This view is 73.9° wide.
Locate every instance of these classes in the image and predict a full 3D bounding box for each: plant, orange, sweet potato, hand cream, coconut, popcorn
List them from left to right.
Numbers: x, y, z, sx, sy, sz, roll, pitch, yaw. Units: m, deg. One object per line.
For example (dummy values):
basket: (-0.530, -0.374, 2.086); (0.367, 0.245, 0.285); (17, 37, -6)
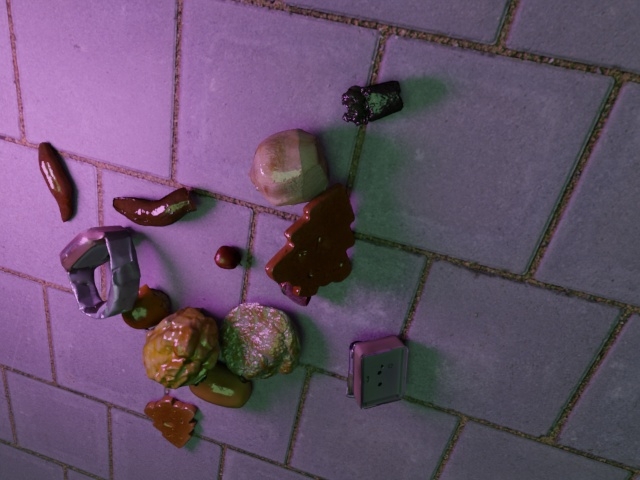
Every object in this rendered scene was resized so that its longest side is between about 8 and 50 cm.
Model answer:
sweet potato: (-0.797, -0.167, 1.290); (0.078, 0.058, 0.255); (10, 119, 28)
orange: (-0.577, 0.226, 1.379); (0.160, 0.112, 0.170); (18, 128, 6)
sweet potato: (-0.481, -0.095, 1.232); (0.285, 0.085, 0.112); (2, 80, 25)
popcorn: (-0.427, 0.323, 1.306); (0.286, 0.252, 0.215); (-29, 116, 30)
coconut: (-0.083, -0.173, 1.031); (0.194, 0.194, 0.194); (6, 114, 12)
hand cream: (0.118, 0.400, 1.306); (0.086, 0.055, 0.235); (2, 119, 11)
plant: (0.115, -0.312, 0.970); (0.143, 0.092, 0.094); (-8, 119, 12)

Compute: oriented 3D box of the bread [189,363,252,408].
bread: (-0.343, 0.496, 1.439); (0.217, 0.098, 0.147); (14, 119, 10)

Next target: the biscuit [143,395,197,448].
biscuit: (-0.551, 0.684, 1.607); (0.212, 0.041, 0.239); (-2, 112, 9)

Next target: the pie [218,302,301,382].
pie: (-0.192, 0.311, 1.315); (0.274, 0.105, 0.257); (-17, 99, 20)

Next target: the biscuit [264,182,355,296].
biscuit: (0.000, 0.000, 1.080); (0.043, 0.284, 0.306); (30, 106, 44)

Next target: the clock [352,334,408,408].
clock: (0.172, 0.381, 1.233); (0.147, 0.071, 0.192); (-9, 115, -15)

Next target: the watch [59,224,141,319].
watch: (-0.647, 0.108, 1.275); (0.253, 0.161, 0.241); (-35, 80, 26)

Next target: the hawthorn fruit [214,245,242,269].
hawthorn fruit: (-0.271, 0.050, 1.239); (0.077, 0.077, 0.077); (6, 114, 12)

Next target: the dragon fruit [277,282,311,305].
dragon fruit: (-0.071, 0.105, 1.197); (0.096, 0.102, 0.147); (11, 120, 12)
